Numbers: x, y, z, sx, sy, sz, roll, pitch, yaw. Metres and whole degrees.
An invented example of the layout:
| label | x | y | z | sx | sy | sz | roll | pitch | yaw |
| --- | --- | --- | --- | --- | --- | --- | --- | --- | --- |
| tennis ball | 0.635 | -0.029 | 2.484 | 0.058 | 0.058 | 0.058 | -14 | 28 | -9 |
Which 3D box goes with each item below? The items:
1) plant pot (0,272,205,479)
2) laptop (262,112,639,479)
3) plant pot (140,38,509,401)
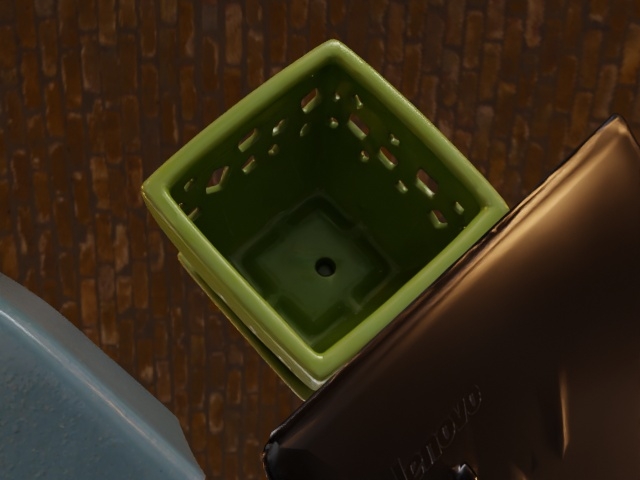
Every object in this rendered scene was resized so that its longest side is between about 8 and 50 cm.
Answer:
| label | x | y | z | sx | sy | sz | roll | pitch | yaw |
| --- | --- | --- | --- | --- | --- | --- | --- | --- | --- |
| plant pot | -0.256 | 0.124 | 0.627 | 0.247 | 0.248 | 0.252 | -41 | -82 | -10 |
| laptop | 0.117 | 0.207 | 0.557 | 0.236 | 0.382 | 0.407 | 34 | -51 | 17 |
| plant pot | 0.000 | 0.000 | 0.898 | 0.227 | 0.207 | 0.228 | -40 | -104 | -16 |
